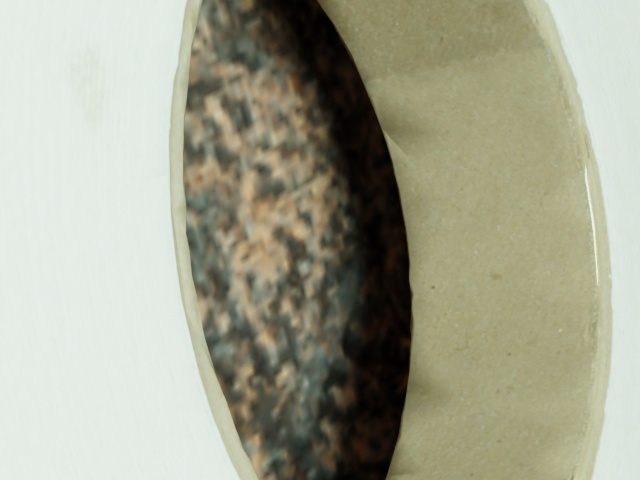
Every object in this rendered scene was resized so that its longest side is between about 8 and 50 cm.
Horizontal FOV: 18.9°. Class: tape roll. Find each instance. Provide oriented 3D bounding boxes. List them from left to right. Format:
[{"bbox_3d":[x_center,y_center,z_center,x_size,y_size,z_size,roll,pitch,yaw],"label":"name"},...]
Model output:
[{"bbox_3d":[0.000,0.000,0.498,0.392,0.072,0.392,16,71,-53],"label":"tape roll"}]
